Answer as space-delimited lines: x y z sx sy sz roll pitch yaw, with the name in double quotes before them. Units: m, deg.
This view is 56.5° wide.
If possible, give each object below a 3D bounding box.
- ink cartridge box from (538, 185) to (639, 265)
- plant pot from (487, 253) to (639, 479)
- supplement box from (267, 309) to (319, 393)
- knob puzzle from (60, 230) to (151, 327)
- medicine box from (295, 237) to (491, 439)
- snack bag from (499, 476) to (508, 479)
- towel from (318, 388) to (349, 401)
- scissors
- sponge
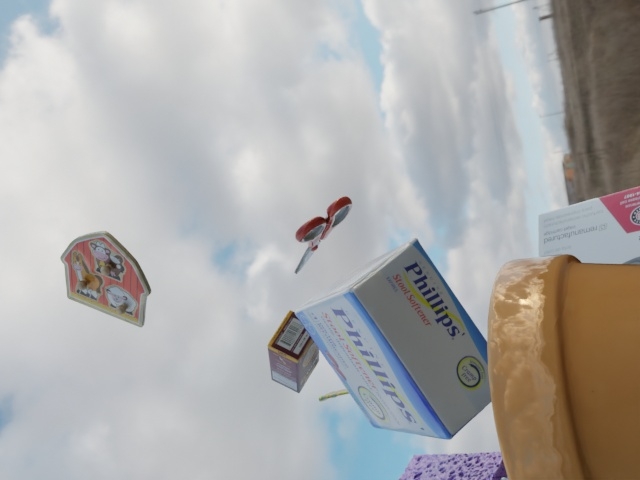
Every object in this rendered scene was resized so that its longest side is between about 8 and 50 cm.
"ink cartridge box" 0.439 0.091 0.846 0.131 0.226 0.306 22 -115 -32
"plant pot" 0.305 0.140 0.553 0.291 0.204 0.290 27 -124 -48
"supplement box" -0.059 0.260 1.374 0.104 0.081 0.188 -56 -19 -31
"knob puzzle" -0.409 0.068 1.115 0.030 0.213 0.213 -56 -48 -54
"medicine box" 0.121 0.169 0.990 0.149 0.289 0.263 -34 -91 -22
"snack bag" 0.334 0.419 0.714 0.343 0.323 0.037 -14 -72 -58
"towel" 0.116 0.466 1.846 0.102 0.237 0.021 3 -110 -61
"scissors" 0.000 0.000 1.047 0.021 0.109 0.297 51 167 12
"sponge" 0.222 0.418 1.033 0.117 0.210 0.031 -37 -82 -44
